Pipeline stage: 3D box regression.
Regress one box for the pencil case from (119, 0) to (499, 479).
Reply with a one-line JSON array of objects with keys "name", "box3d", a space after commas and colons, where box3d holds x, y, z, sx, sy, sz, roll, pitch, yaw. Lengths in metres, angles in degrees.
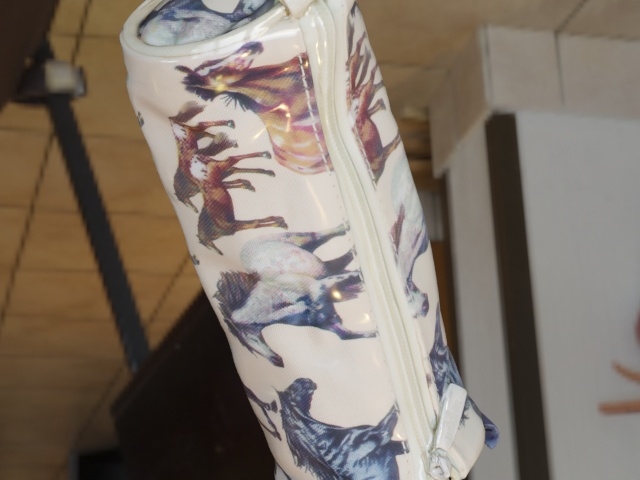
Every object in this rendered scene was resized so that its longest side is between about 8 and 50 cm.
[{"name": "pencil case", "box3d": [0.000, 0.000, 0.948, 0.183, 0.410, 0.160, 13, -140, 43]}]
